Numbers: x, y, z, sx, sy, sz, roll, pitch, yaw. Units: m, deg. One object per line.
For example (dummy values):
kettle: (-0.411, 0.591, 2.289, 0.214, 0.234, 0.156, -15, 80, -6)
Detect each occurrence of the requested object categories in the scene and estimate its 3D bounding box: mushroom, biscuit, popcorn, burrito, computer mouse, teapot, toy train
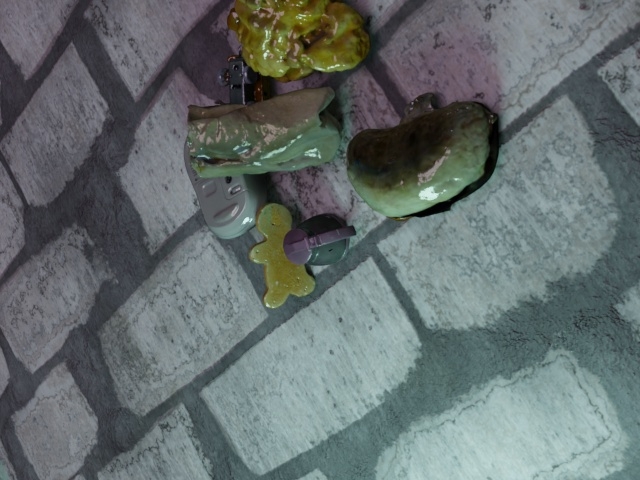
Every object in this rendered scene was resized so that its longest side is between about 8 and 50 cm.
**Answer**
mushroom: (0.182, -0.169, 1.652, 0.344, 0.130, 0.247, -2, 90, 37)
biscuit: (-0.090, 0.027, 1.896, 0.030, 0.153, 0.234, 6, 114, 62)
popcorn: (-0.055, -0.451, 1.731, 0.332, 0.225, 0.265, 39, 116, 11)
burrito: (-0.118, -0.217, 1.779, 0.332, 0.135, 0.190, -6, 120, 8)
computer mouse: (-0.211, -0.148, 1.965, 0.184, 0.121, 0.296, -33, 66, 29)
teapot: (-0.003, 0.009, 1.820, 0.148, 0.146, 0.116, 18, 109, 33)
toy train: (-0.161, -0.328, 1.885, 0.089, 0.127, 0.219, 1, 96, 29)

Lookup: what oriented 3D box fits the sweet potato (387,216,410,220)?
sweet potato: (0.158, -0.058, 1.758, 0.095, 0.034, 0.034, 10, 105, 37)
